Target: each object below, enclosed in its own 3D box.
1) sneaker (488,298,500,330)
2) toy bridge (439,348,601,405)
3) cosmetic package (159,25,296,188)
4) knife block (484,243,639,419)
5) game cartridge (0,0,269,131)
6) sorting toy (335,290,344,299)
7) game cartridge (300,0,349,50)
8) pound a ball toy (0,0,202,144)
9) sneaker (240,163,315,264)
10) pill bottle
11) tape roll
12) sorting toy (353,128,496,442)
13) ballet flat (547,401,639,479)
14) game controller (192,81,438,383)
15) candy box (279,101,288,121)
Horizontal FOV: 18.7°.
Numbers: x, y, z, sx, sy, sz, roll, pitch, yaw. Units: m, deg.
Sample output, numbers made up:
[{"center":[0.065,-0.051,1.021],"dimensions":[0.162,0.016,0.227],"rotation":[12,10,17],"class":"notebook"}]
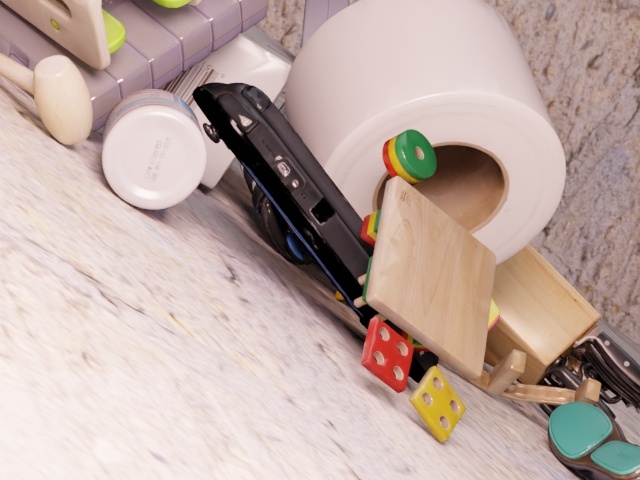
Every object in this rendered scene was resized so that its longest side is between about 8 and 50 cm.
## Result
[{"center":[0.127,0.065,2.023],"dimensions":[0.094,0.081,0.208],"rotation":[37,-4,-11],"class":"sneaker"},{"center":[0.189,0.136,1.982],"dimensions":[0.188,0.026,0.063],"rotation":[20,-33,-12],"class":"toy bridge"},{"center":[-0.148,-0.189,2.093],"dimensions":[0.217,0.156,0.385],"rotation":[35,7,-6],"class":"cosmetic package"},{"center":[0.237,0.086,2.083],"dimensions":[0.242,0.088,0.275],"rotation":[23,-32,52],"class":"knife block"},{"center":[-0.252,-0.262,1.838],"dimensions":[0.355,0.230,0.068],"rotation":[40,-25,25],"class":"game cartridge"},{"center":[0.051,0.056,1.922],"dimensions":[0.075,0.045,0.083],"rotation":[50,19,-27],"class":"sorting toy"},{"center":[0.000,-0.154,2.118],"dimensions":[0.062,0.198,0.297],"rotation":[1,34,2],"class":"game cartridge"},{"center":[-0.254,-0.252,1.698],"dimensions":[0.319,0.208,0.135],"rotation":[37,-29,29],"class":"pound a ball toy"},{"center":[0.000,0.000,1.964],"dimensions":[0.217,0.079,0.121],"rotation":[41,20,-33],"class":"sneaker"},{"center":[-0.143,-0.082,1.656],"dimensions":[0.087,0.087,0.160],"rotation":[35,6,-11],"class":"pill bottle"},{"center":[0.098,-0.098,1.864],"dimensions":[0.246,0.246,0.169],"rotation":[32,28,-35],"class":"tape roll"},{"center":[0.083,0.044,1.636],"dimensions":[0.132,0.046,0.274],"rotation":[37,45,-29],"class":"sorting toy"},{"center":[0.281,0.219,1.896],"dimensions":[0.074,0.074,0.203],"rotation":[34,1,-20],"class":"ballet flat"},{"center":[-0.006,-0.009,1.713],"dimensions":[0.319,0.067,0.166],"rotation":[53,-11,-13],"class":"game controller"},{"center":[0.024,-0.146,2.361],"dimensions":[0.071,0.233,0.159],"rotation":[33,7,-36],"class":"candy box"}]
